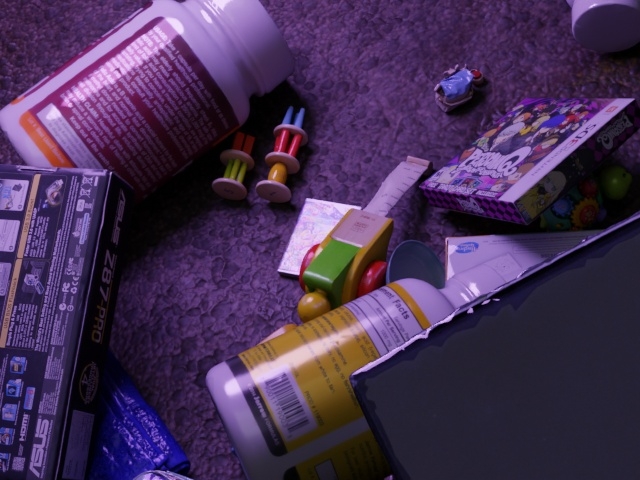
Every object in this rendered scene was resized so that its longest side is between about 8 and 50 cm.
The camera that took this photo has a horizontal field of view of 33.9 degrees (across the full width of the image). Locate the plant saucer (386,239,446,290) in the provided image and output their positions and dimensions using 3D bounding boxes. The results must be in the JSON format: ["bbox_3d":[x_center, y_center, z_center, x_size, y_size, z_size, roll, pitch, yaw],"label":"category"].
[{"bbox_3d":[0.119,0.059,1.325,0.021,0.119,0.119,-19,49,43],"label":"plant saucer"}]

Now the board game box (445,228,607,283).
[{"bbox_3d":[0.266,0.139,1.248,0.242,0.064,0.317,-3,59,16],"label":"board game box"}]

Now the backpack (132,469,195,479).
[{"bbox_3d":[-0.134,0.386,1.154,0.253,0.191,0.225,20,66,21],"label":"backpack"}]

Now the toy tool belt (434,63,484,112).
[{"bbox_3d":[0.199,-0.226,1.505,0.083,0.051,0.052,-37,56,-8],"label":"toy tool belt"}]

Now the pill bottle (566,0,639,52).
[{"bbox_3d":[0.412,-0.387,1.492,0.131,0.131,0.229,-1,59,17],"label":"pill bottle"}]

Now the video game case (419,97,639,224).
[{"bbox_3d":[0.263,-0.108,1.337,0.210,0.042,0.232,-39,20,-13],"label":"video game case"}]

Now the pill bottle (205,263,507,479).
[{"bbox_3d":[0.060,0.157,1.137,0.334,0.188,0.188,-24,55,-10],"label":"pill bottle"}]

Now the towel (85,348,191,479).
[{"bbox_3d":[-0.336,0.249,1.359,0.227,0.076,0.308,-38,56,-9],"label":"towel"}]

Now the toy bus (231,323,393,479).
[{"bbox_3d":[-0.011,0.198,1.273,0.202,0.104,0.191,0,59,18],"label":"toy bus"}]

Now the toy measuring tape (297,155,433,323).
[{"bbox_3d":[0.063,0.015,1.389,0.121,0.121,0.330,16,42,25],"label":"toy measuring tape"}]

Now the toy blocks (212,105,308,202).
[{"bbox_3d":[-0.083,-0.132,1.532,0.123,0.054,0.148,4,61,19],"label":"toy blocks"}]

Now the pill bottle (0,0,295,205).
[{"bbox_3d":[-0.246,-0.206,1.526,0.392,0.224,0.224,-38,56,-7],"label":"pill bottle"}]

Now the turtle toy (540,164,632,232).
[{"bbox_3d":[0.331,-0.053,1.323,0.130,0.095,0.066,-36,36,-7],"label":"turtle toy"}]

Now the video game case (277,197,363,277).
[{"bbox_3d":[0.000,0.000,1.450,0.087,0.011,0.122,10,62,23],"label":"video game case"}]

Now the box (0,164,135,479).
[{"bbox_3d":[-0.422,0.100,1.320,0.318,0.097,0.395,3,76,13],"label":"box"}]

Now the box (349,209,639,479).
[{"bbox_3d":[0.289,0.297,0.850,0.297,0.472,0.480,-28,65,0],"label":"box"}]
